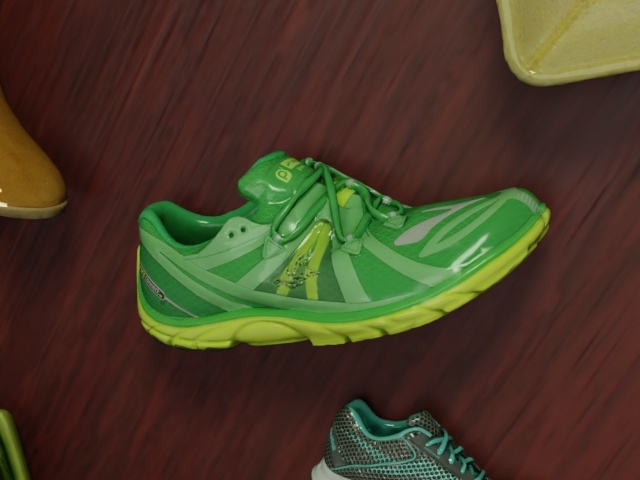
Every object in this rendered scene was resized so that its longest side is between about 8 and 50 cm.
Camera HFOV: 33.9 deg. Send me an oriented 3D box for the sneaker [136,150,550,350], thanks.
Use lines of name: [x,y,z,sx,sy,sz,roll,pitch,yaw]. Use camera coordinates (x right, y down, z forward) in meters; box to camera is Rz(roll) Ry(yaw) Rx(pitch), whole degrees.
sneaker: [0.000,0.000,0.692,0.295,0.109,0.123,-9,102,20]

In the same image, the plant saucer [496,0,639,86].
plant saucer: [0.247,-0.275,0.569,0.333,0.081,0.333,-7,98,20]

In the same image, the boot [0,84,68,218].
boot: [-0.272,-0.167,0.750,0.295,0.104,0.211,32,110,14]

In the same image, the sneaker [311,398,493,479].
sneaker: [0.076,0.157,0.728,0.166,0.065,0.076,11,101,14]

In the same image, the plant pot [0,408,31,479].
plant pot: [-0.335,0.253,0.804,0.227,0.207,0.228,-10,98,19]
